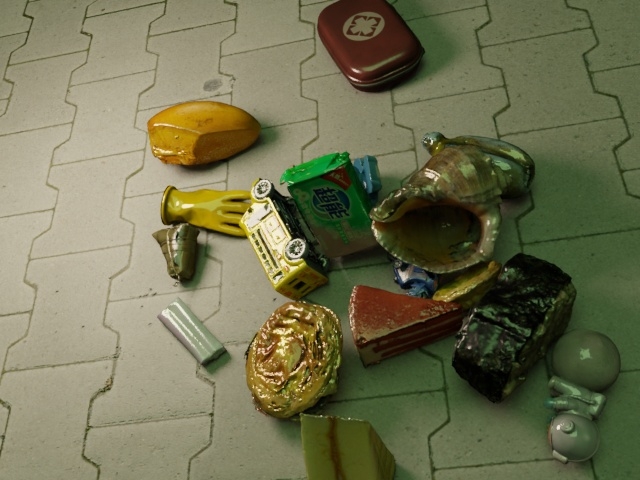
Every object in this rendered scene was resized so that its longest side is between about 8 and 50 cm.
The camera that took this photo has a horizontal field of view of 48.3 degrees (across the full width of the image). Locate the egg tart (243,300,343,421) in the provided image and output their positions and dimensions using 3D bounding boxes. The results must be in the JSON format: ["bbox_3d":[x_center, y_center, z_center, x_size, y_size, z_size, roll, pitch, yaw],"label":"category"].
[{"bbox_3d":[-0.050,0.296,1.722,0.297,0.132,0.297,-13,60,24],"label":"egg tart"}]

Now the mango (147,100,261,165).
[{"bbox_3d":[-0.356,-0.331,2.163,0.350,0.201,0.199,-11,85,-1],"label":"mango"}]

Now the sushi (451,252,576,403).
[{"bbox_3d":[0.442,0.190,1.600,0.171,0.211,0.350,26,59,34],"label":"sushi"}]

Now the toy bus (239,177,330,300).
[{"bbox_3d":[-0.109,-0.009,1.908,0.152,0.144,0.330,-38,56,12],"label":"toy bus"}]

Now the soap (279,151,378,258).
[{"bbox_3d":[0.044,-0.089,1.800,0.218,0.273,0.098,-19,36,13],"label":"soap"}]

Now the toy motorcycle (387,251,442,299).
[{"bbox_3d":[0.242,0.078,1.804,0.114,0.076,0.205,-16,50,-1],"label":"toy motorcycle"}]

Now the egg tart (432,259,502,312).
[{"bbox_3d":[0.363,0.115,1.714,0.191,0.191,0.074,-34,90,-8],"label":"egg tart"}]

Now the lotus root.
[{"bbox_3d":[0.411,-0.200,1.900,0.322,0.140,0.158,22,50,32],"label":"lotus root"}]

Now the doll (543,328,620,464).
[{"bbox_3d":[0.552,0.336,1.521,0.151,0.151,0.287,10,65,20],"label":"doll"}]

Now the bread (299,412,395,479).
[{"bbox_3d":[0.043,0.483,1.487,0.167,0.264,0.163,-1,56,21],"label":"bread"}]

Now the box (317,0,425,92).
[{"bbox_3d":[0.149,-0.639,2.267,0.263,0.108,0.404,-26,55,-3],"label":"box"}]

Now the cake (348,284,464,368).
[{"bbox_3d":[0.194,0.175,1.706,0.262,0.158,0.159,-19,56,0],"label":"cake"}]

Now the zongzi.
[{"bbox_3d":[-0.429,0.052,2.018,0.178,0.081,0.189,-9,68,35],"label":"zongzi"}]

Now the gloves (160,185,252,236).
[{"bbox_3d":[-0.301,-0.085,2.055,0.294,0.116,0.133,6,87,8],"label":"gloves"}]

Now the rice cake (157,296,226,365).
[{"bbox_3d":[-0.342,0.240,1.877,0.080,0.042,0.222,-41,58,-14],"label":"rice cake"}]

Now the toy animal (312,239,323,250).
[{"bbox_3d":[0.000,-0.001,1.946,0.050,0.028,0.084,-10,55,-1],"label":"toy animal"}]

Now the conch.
[{"bbox_3d":[0.308,-0.070,1.767,0.352,0.210,0.297,-18,84,18],"label":"conch"}]

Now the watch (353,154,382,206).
[{"bbox_3d":[0.054,-0.136,1.921,0.193,0.211,0.211,-4,55,-9],"label":"watch"}]
